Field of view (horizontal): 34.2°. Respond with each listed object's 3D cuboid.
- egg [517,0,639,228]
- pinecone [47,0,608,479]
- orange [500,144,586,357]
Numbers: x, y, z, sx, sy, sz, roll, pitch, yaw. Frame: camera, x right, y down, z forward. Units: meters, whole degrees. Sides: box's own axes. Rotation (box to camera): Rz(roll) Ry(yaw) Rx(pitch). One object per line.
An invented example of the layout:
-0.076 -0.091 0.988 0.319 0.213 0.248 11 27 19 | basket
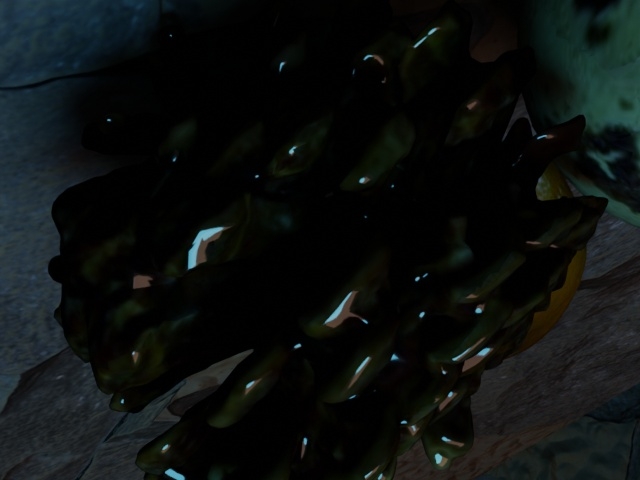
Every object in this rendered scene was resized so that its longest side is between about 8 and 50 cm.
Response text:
0.299 -0.145 0.802 0.288 0.287 0.379 -31 165 11 | egg
0.000 0.000 0.739 0.398 0.397 0.397 -19 151 -11 | pinecone
0.172 0.013 1.176 0.274 0.274 0.310 -29 121 8 | orange
